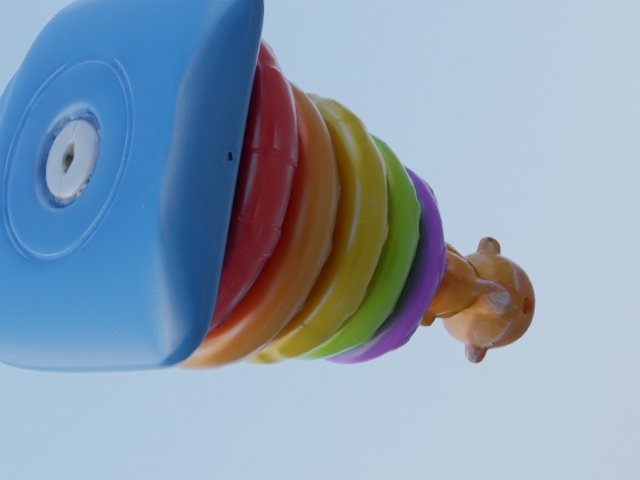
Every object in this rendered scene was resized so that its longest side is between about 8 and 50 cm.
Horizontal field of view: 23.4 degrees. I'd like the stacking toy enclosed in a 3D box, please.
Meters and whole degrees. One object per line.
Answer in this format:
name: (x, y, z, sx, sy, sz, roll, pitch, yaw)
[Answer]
stacking toy: (0.000, 0.000, 0.745, 0.302, 0.166, 0.175, 18, -104, -41)
